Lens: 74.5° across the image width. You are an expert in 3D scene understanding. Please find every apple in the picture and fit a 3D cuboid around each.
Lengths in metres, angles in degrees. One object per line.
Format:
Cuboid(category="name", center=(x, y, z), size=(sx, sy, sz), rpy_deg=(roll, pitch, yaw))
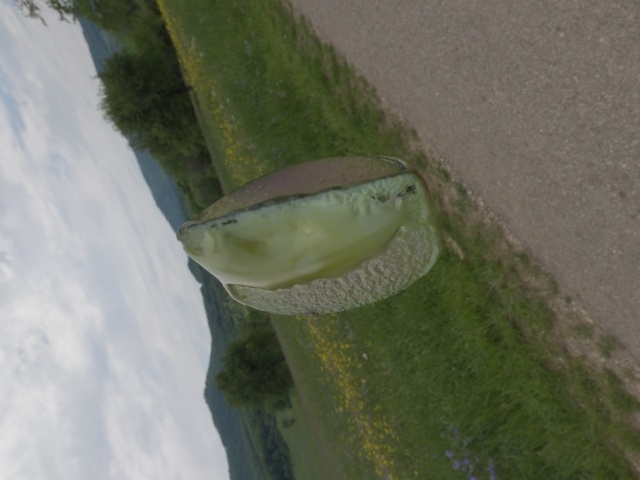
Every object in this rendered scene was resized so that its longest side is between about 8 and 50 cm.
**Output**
Cuboid(category="apple", center=(0.000, 0.000, 0.493), size=(0.120, 0.265, 0.193), rpy_deg=(-95, -12, -50))
